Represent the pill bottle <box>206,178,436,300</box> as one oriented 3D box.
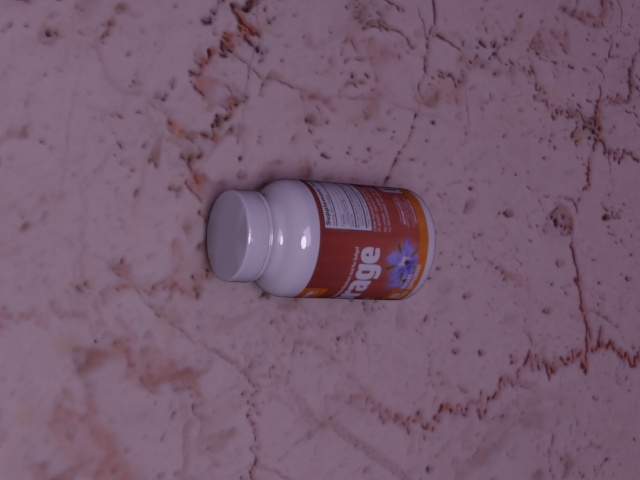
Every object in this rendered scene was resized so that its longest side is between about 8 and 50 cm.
[{"bbox_3d":[0.000,0.000,1.251,0.216,0.121,0.121,3,88,-31],"label":"pill bottle"}]
